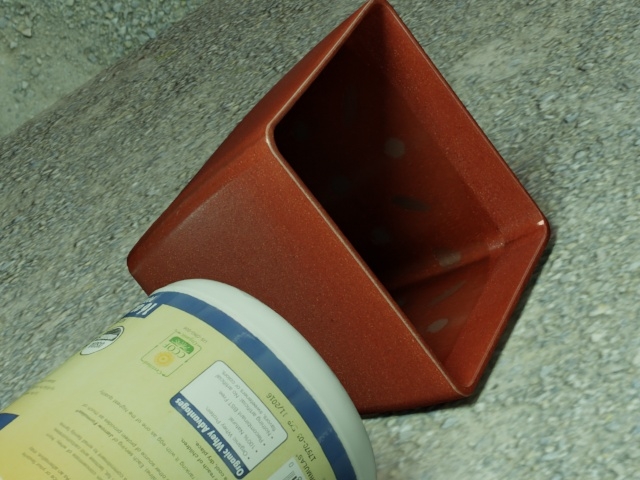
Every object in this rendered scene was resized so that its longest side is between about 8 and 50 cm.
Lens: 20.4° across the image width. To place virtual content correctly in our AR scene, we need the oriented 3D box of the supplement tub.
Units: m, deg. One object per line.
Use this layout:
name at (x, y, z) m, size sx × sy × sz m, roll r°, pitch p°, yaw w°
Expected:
supplement tub at (-0.140, 0.198, 1.218) m, size 0.316 × 0.228 × 0.228 m, roll -38°, pitch 24°, yaw -28°

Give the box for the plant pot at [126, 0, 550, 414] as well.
plant pot at (0.000, 0.000, 1.515) m, size 0.236 × 0.267 × 0.267 m, roll -28°, pitch 16°, yaw 36°
